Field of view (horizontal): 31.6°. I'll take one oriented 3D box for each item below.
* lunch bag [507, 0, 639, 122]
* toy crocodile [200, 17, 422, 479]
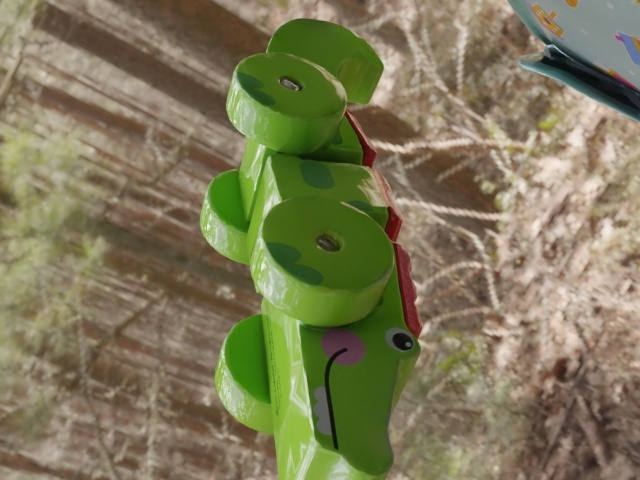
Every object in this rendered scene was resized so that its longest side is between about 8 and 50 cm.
[{"bbox_3d":[0.229,-0.137,0.658,0.223,0.262,0.160,35,84,31],"label":"lunch bag"},{"bbox_3d":[0.000,0.000,0.603,0.340,0.105,0.115,-101,22,-48],"label":"toy crocodile"}]
